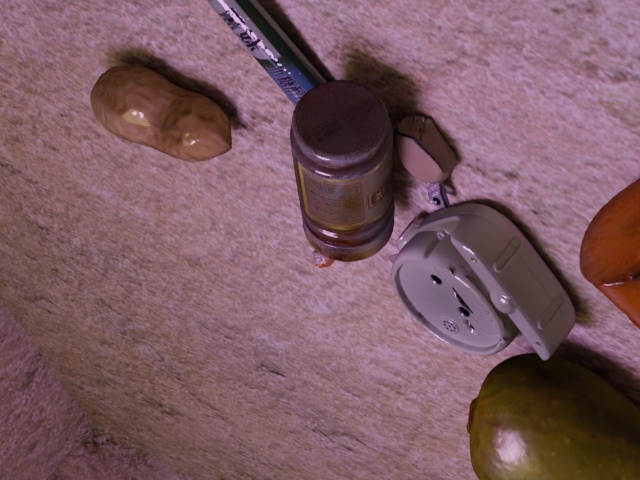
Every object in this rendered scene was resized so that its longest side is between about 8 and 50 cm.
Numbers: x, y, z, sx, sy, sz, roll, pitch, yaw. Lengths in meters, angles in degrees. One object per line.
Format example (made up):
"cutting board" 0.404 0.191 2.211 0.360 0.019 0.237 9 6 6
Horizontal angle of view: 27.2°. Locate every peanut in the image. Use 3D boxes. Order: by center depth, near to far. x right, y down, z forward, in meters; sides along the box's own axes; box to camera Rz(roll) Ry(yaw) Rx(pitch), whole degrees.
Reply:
"peanut" -0.290 -0.224 2.336 0.319 0.147 0.147 26 150 34

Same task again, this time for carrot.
"carrot" 0.476 0.058 1.713 0.254 0.196 0.196 45 155 -25

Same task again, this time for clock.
"clock" 0.234 0.076 2.129 0.265 0.108 0.324 49 153 -18

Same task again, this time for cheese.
"cheese" 0.167 -0.113 1.994 0.092 0.047 0.171 9 139 53

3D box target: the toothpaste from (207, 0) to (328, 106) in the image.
"toothpaste" -0.059 -0.276 2.026 0.099 0.061 0.392 -10 129 48

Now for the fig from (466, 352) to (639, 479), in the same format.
"fig" 0.400 0.319 2.149 0.326 0.258 0.258 13 146 16

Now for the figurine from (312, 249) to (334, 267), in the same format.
"figurine" 0.000 0.000 2.400 0.064 0.047 0.109 23 141 46

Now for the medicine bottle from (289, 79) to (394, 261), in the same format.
"medicine bottle" 0.037 -0.102 2.028 0.151 0.151 0.322 32 160 18
